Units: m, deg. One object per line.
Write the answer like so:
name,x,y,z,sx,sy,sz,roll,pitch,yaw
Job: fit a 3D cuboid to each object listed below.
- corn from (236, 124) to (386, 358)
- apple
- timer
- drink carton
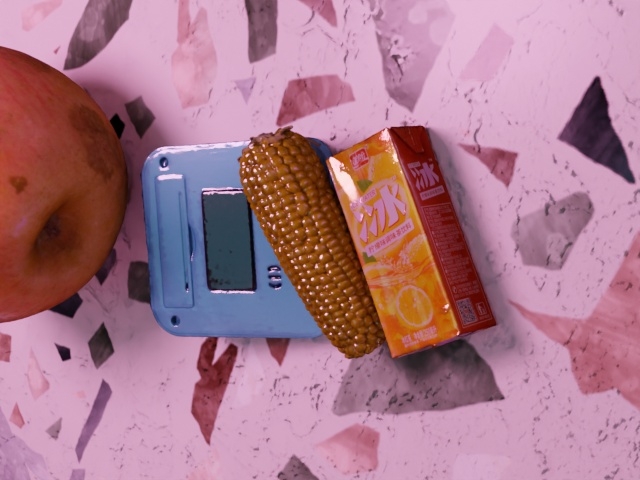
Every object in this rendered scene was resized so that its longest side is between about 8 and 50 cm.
corn,-0.004,0.002,1.113,0.091,0.091,0.260,-29,87,22
apple,-0.419,-0.067,1.319,0.364,0.364,0.364,7,101,39
timer,-0.082,-0.003,1.237,0.250,0.091,0.232,0,96,28
drink carton,0.092,0.001,1.076,0.096,0.071,0.223,-26,79,40
